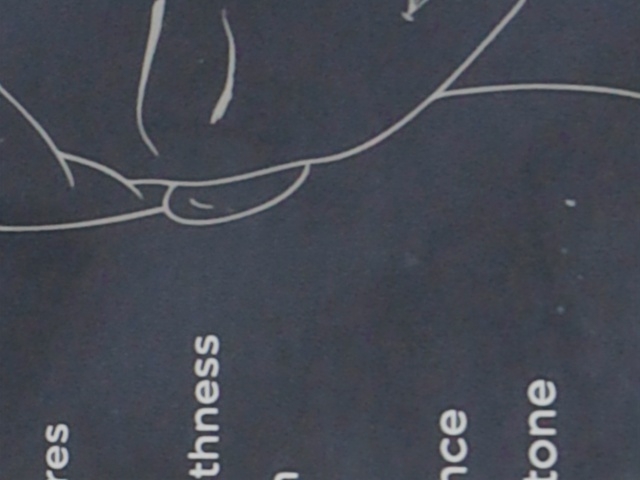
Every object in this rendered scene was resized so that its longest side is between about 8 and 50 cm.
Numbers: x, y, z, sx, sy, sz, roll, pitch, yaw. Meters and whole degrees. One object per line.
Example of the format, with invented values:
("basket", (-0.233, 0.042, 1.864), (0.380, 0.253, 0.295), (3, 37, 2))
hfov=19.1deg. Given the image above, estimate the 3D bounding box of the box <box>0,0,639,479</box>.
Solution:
("box", (0.000, 0.000, 0.757), (0.297, 0.471, 0.480), (11, -102, -66))
